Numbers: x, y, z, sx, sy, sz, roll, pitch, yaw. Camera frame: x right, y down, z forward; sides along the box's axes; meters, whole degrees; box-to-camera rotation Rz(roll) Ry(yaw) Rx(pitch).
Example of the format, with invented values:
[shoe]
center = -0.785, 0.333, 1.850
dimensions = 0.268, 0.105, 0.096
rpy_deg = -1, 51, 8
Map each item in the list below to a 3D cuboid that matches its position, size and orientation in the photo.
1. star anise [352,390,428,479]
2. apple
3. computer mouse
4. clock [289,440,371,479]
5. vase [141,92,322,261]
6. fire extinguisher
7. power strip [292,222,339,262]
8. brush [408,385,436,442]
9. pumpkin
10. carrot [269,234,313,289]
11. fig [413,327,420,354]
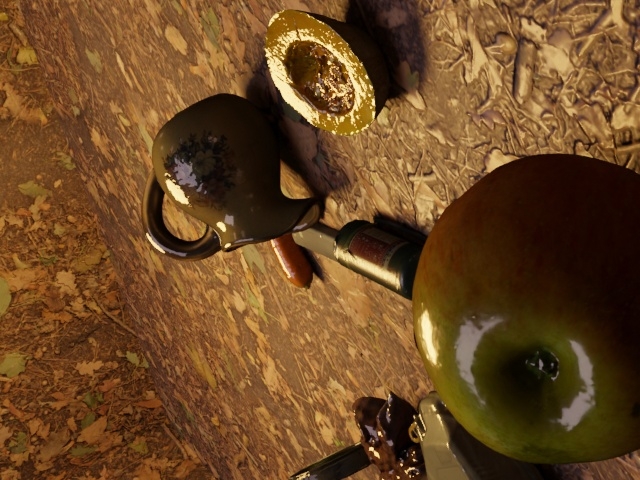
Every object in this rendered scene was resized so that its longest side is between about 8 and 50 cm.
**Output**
[star anise]
center = 0.175, 0.431, 2.167
dimensions = 0.315, 0.108, 0.315
rpy_deg = 51, 160, 28
[apple]
center = 0.261, 0.078, 1.201
dimensions = 0.339, 0.339, 0.339
rpy_deg = 48, 155, 31
[computer mouse]
center = 0.301, 0.437, 1.846
dimensions = 0.429, 0.145, 0.228
rpy_deg = 58, 159, 32
[clock]
center = 0.036, 0.492, 2.398
dimensions = 0.049, 0.226, 0.226
rpy_deg = 63, 159, 6
[vase]
center = -0.201, -0.089, 2.098
dimensions = 0.302, 0.329, 0.241
rpy_deg = 57, -163, 5
[fire extinguisher]
center = 0.130, 0.039, 1.799
dimensions = 0.093, 0.118, 0.294
rpy_deg = 34, 176, -33
[power strip]
center = 0.000, 0.000, 2.135
dimensions = 0.252, 0.027, 0.060
rpy_deg = 25, 140, 57
[brush]
center = 0.205, 0.303, 1.991
dimensions = 0.082, 0.010, 0.218
rpy_deg = 53, 141, 23
[pumpkin]
center = 0.027, -0.266, 1.657
dimensions = 0.217, 0.110, 0.217
rpy_deg = 33, 143, 30
[carrot]
center = -0.085, -0.020, 2.270
dimensions = 0.271, 0.062, 0.066
rpy_deg = 66, -168, -1
[fig]
center = 0.242, 0.114, 1.483
dimensions = 0.235, 0.235, 0.214
rpy_deg = 46, 117, 34
